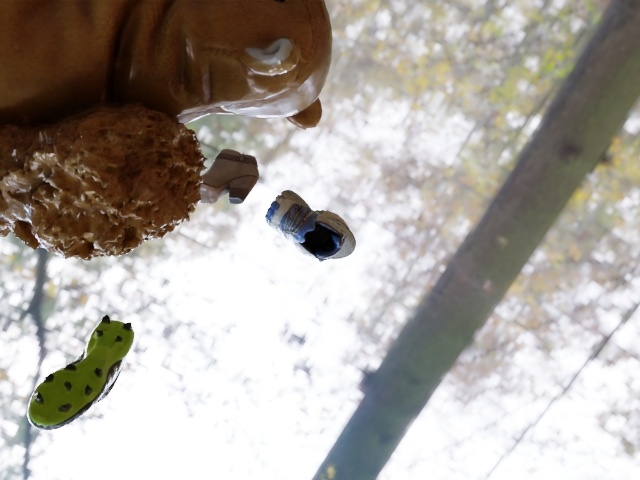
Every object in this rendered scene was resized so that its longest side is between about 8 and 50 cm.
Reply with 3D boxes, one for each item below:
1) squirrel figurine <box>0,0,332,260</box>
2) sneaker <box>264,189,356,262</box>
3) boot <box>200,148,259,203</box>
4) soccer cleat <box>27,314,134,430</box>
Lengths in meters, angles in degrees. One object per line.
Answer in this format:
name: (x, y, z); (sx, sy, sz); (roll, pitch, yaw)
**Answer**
squirrel figurine: (-0.183, -0.149, 1.386); (0.370, 0.281, 0.397); (10, -108, 6)
sneaker: (0.000, 0.000, 1.337); (0.058, 0.052, 0.135); (41, -171, 33)
boot: (-0.148, -0.096, 2.022); (0.118, 0.042, 0.087); (13, -128, -5)
soccer cleat: (-0.237, 0.146, 1.415); (0.060, 0.072, 0.179); (20, -146, 12)
